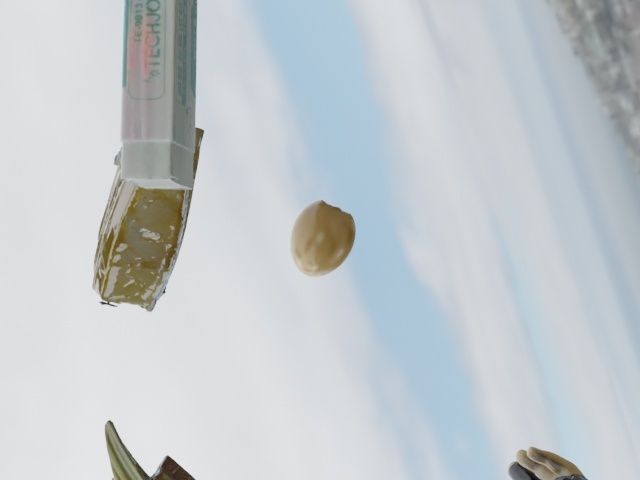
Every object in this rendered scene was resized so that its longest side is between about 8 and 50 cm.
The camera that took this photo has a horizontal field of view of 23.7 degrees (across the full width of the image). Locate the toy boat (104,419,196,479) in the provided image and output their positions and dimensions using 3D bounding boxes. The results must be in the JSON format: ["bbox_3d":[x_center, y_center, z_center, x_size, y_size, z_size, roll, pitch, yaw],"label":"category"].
[{"bbox_3d":[-0.178,0.266,1.665,0.172,0.066,0.065,43,173,5],"label":"toy boat"}]

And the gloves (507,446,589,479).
[{"bbox_3d":[0.354,0.440,2.497,0.152,0.197,0.301,50,-176,-14],"label":"gloves"}]

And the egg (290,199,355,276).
[{"bbox_3d":[0.000,0.000,1.906,0.096,0.080,0.080,-59,-29,-15],"label":"egg"}]

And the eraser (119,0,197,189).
[{"bbox_3d":[-0.144,-0.162,1.377,0.095,0.052,0.225,23,-112,-82],"label":"eraser"}]

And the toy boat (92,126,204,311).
[{"bbox_3d":[-0.188,-0.033,1.645,0.310,0.089,0.115,112,167,-49],"label":"toy boat"}]
